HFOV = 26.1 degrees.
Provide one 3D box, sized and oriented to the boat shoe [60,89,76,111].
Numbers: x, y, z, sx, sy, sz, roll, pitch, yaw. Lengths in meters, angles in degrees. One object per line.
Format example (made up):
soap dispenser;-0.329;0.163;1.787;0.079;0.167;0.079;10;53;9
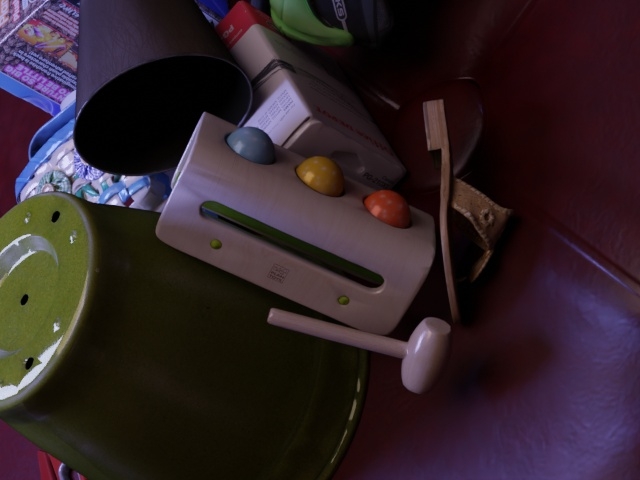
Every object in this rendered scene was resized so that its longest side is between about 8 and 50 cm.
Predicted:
boat shoe;-0.221;-0.174;1.861;0.306;0.113;0.105;-12;83;26

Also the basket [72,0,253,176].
basket;-0.199;-0.209;1.576;0.204;0.154;0.227;-24;46;3

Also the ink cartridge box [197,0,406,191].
ink cartridge box;-0.026;-0.148;1.612;0.100;0.172;0.237;-47;45;18

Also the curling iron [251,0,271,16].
curling iron;-0.067;-0.355;1.856;0.068;0.035;0.274;-5;66;42

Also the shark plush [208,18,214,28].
shark plush;-0.223;-0.270;1.838;0.161;0.073;0.067;-12;96;8

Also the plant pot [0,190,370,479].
plant pot;-0.199;0.118;1.510;0.366;0.353;0.367;-21;57;36

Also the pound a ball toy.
pound a ball toy;0.000;0.000;1.411;0.208;0.319;0.136;-83;19;-63

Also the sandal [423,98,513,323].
sandal;0.161;-0.037;1.446;0.079;0.088;0.240;-8;77;7

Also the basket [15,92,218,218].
basket;-0.254;-0.099;1.729;0.255;0.201;0.289;-41;45;21

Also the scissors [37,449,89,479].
scissors;-0.356;0.262;1.832;0.109;0.021;0.297;-40;46;25

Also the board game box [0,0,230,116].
board game box;-0.310;-0.314;1.922;0.291;0.232;0.141;-34;49;26

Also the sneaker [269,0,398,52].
sneaker;0.112;-0.420;1.651;0.202;0.185;0.483;25;76;8
